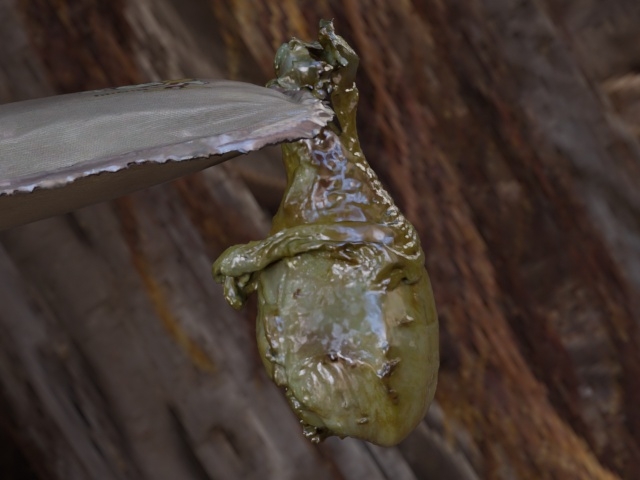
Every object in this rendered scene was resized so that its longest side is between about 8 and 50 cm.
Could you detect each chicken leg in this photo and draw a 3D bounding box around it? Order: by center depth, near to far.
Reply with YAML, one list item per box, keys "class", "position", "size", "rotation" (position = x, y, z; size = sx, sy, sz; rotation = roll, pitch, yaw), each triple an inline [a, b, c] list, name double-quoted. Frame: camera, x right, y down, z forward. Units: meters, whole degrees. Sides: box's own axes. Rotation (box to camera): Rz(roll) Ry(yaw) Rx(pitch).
- class: "chicken leg"
  position: [0.000, 0.000, 0.941]
  size: [0.103, 0.228, 0.088]
  rotation: [-20, -9, 37]

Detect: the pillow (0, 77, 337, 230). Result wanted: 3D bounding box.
- class: "pillow"
  position: [-0.111, -0.018, 0.534]
  size: [0.232, 0.038, 0.130]
  rotation: [-14, 9, -16]
